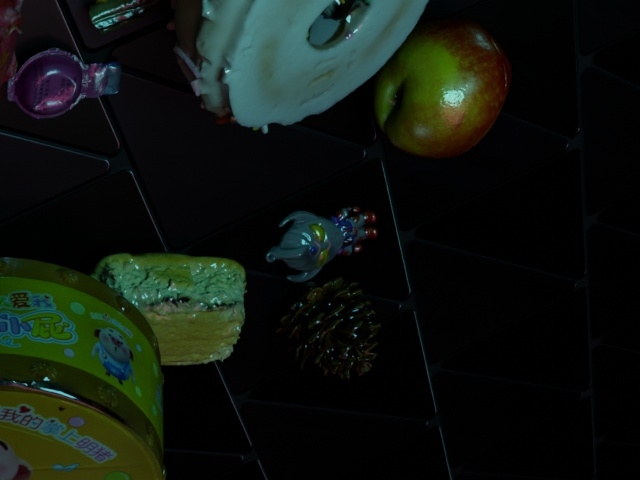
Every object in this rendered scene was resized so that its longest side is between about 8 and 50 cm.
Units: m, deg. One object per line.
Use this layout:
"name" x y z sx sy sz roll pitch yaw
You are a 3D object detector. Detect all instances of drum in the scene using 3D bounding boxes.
"drum" -0.409 0.240 1.396 0.430 0.214 0.431 -5 133 -5

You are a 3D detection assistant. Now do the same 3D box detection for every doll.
"doll" 0.000 0.001 1.634 0.194 0.062 0.104 -17 134 -27

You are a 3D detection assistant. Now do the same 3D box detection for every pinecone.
"pinecone" 0.021 0.142 1.692 0.173 0.174 0.174 -16 132 -19

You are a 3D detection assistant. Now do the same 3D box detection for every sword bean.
"sword bean" -0.156 -0.324 1.291 0.269 0.038 0.043 -30 160 -6

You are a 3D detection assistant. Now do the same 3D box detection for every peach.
"peach" 0.172 -0.208 1.480 0.192 0.190 0.190 -13 131 -23

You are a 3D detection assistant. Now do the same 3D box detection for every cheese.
"cheese" -0.310 -0.192 1.304 0.145 0.038 0.095 -10 132 -32

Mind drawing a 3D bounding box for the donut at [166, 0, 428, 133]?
"donut" -0.018 -0.300 1.260 0.382 0.142 0.383 -36 157 -18

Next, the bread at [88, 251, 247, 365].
"bread" -0.221 0.102 1.539 0.245 0.121 0.174 0 138 -27

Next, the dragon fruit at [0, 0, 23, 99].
"dragon fruit" -0.437 -0.194 1.165 0.261 0.189 0.163 -22 103 -9

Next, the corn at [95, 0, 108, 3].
"corn" -0.148 -0.407 1.172 0.363 0.120 0.120 -42 135 12
